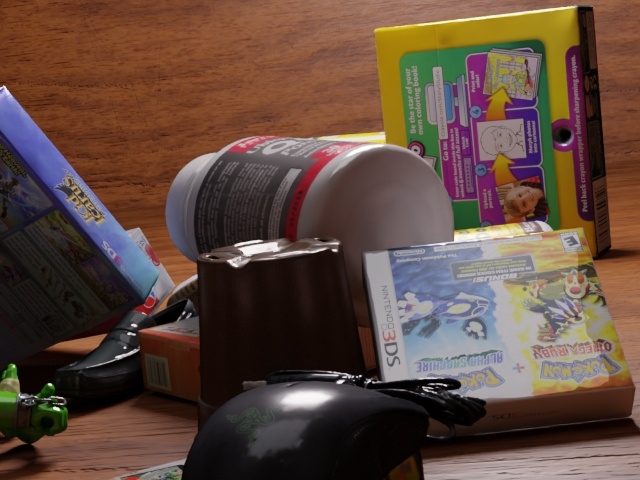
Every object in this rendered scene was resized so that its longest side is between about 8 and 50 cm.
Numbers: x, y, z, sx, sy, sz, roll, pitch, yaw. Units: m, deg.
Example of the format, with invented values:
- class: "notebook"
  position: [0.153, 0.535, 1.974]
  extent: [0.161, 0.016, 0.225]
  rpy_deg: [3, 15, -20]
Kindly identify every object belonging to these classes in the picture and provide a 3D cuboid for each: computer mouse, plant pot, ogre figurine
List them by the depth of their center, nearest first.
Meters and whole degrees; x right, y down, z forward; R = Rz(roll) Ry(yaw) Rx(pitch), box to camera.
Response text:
- class: "computer mouse"
  position: [-0.008, 0.123, 0.876]
  extent: [0.188, 0.072, 0.272]
  rpy_deg: [-2, 9, 22]
- class: "plant pot"
  position: [-0.034, 0.086, 1.108]
  extent: [0.167, 0.165, 0.167]
  rpy_deg: [-5, 7, 1]
- class: "ogre figurine"
  position: [-0.316, 0.150, 1.163]
  extent: [0.118, 0.097, 0.197]
  rpy_deg: [10, 12, -36]

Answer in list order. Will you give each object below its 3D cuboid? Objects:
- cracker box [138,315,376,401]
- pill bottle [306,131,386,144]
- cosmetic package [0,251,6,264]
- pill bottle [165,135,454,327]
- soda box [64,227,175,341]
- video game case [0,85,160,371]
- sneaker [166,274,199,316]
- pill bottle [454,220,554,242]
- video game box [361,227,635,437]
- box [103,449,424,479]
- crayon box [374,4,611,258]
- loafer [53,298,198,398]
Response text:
- class: "cracker box"
  position: [-0.048, 0.108, 1.332]
  extent: [0.232, 0.067, 0.155]
  rpy_deg: [-13, 12, -38]
- class: "pill bottle"
  position: [0.120, -0.106, 2.381]
  extent: [0.334, 0.188, 0.188]
  rpy_deg: [-2, 9, 30]
- class: "cosmetic package"
  position: [-0.448, 0.072, 1.261]
  extent: [0.225, 0.138, 0.224]
  rpy_deg: [-50, 7, 2]
- class: "pill bottle"
  position: [-0.027, -0.018, 1.326]
  extent: [0.176, 0.176, 0.318]
  rpy_deg: [-11, 12, -34]
- class: "soda box"
  position: [-0.310, 0.065, 1.562]
  extent: [0.263, 0.092, 0.083]
  rpy_deg: [-13, 28, 34]
- class: "video game case"
  position: [-0.350, -0.003, 1.415]
  extent: [0.244, 0.269, 0.061]
  rpy_deg: [-24, 25, 30]
- class: "sneaker"
  position: [-0.047, 0.024, 1.560]
  extent: [0.282, 0.099, 0.153]
  rpy_deg: [-21, 25, 14]
- class: "pill bottle"
  position: [0.156, 0.047, 1.435]
  extent: [0.215, 0.117, 0.117]
  rpy_deg: [-7, 7, -8]
- class: "video game box"
  position: [0.145, 0.077, 1.106]
  extent: [0.205, 0.048, 0.187]
  rpy_deg: [-7, 48, -1]
- class: "box"
  position: [-0.042, 0.175, 0.923]
  extent: [0.207, 0.036, 0.114]
  rpy_deg: [-10, 8, -29]
- class: "crayon box"
  position: [0.256, -0.152, 1.933]
  extent: [0.313, 0.363, 0.106]
  rpy_deg: [-2, 8, 26]
- class: "loafer"
  position: [-0.201, 0.114, 1.367]
  extent: [0.076, 0.078, 0.223]
  rpy_deg: [-2, 8, 31]
